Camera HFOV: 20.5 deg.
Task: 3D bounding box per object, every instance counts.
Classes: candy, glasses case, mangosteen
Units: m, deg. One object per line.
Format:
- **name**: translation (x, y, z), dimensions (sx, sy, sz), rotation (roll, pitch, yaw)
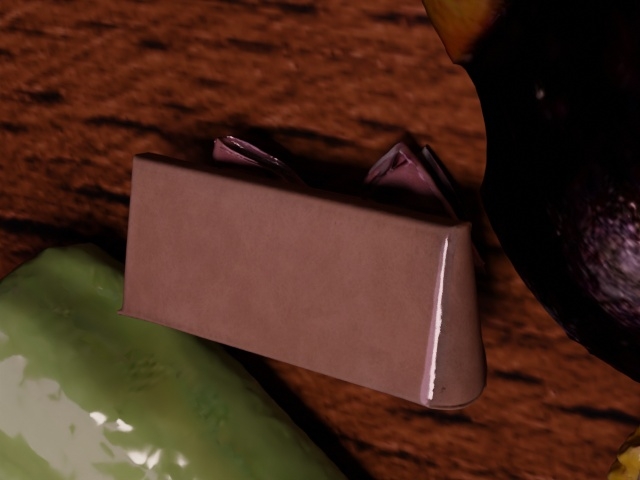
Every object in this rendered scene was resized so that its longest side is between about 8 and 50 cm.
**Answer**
- **candy**: translation (-0.053, 0.154, 0.900), dimensions (0.343, 0.132, 0.142), rotation (45, 152, 3)
- **glasses case**: translation (0.000, 0.000, 0.786), dimensions (0.193, 0.070, 0.102), rotation (13, 102, 38)
- **mangosteen**: translation (0.118, -0.074, 0.502), dimensions (0.250, 0.211, 0.211), rotation (49, 143, 16)

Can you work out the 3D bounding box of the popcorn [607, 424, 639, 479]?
- **popcorn**: translation (0.150, 0.106, 0.713), dimensions (0.084, 0.084, 0.084), rotation (24, 136, 26)
